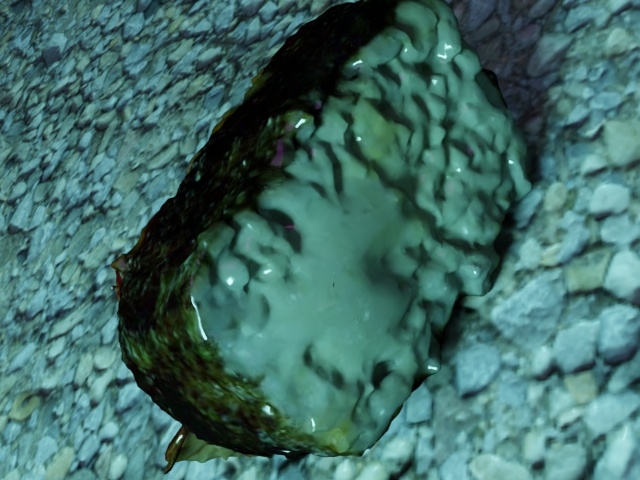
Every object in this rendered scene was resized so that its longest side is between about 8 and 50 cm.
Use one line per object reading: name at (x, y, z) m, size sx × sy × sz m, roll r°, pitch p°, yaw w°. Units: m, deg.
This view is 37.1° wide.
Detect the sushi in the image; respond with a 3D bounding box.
sushi at (0.000, 0.000, 0.622) m, size 0.182 × 0.196 × 0.343 m, roll -18°, pitch 36°, yaw 59°
